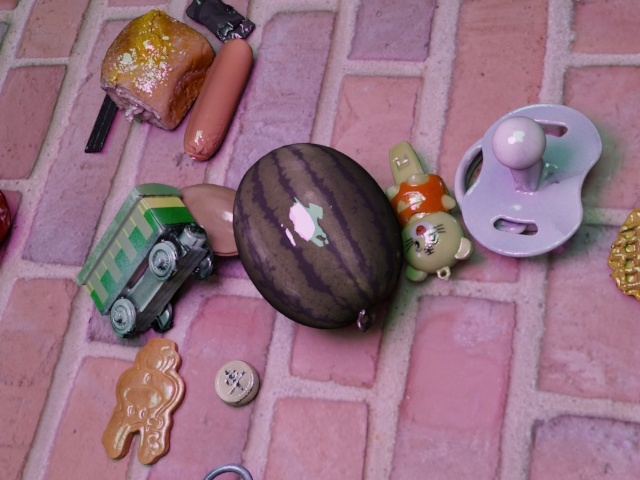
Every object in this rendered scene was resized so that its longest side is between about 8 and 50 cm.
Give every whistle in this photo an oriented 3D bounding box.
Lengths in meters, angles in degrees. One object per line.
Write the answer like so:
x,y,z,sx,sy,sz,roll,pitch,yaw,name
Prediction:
0.182,-0.056,1.382,0.131,0.106,0.289,-29,64,25,whistle

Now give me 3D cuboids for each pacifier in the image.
0.336,-0.131,1.296,0.244,0.233,0.300,13,72,25,pacifier

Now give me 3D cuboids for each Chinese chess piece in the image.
-0.154,0.262,1.404,0.084,0.034,0.084,-7,65,16,Chinese chess piece

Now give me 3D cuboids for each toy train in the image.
-0.333,0.048,1.458,0.202,0.120,0.301,52,120,23,toy train

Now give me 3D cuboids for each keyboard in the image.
-0.489,-0.290,1.746,0.063,0.010,0.198,1,68,39,keyboard

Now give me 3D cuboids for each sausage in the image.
-0.217,-0.304,1.630,0.086,0.086,0.289,13,72,22,sausage

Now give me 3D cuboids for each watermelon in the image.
0.000,0.000,1.326,0.278,0.279,0.359,-35,75,2,watermelon

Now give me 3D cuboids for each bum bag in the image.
-0.236,-0.515,1.744,0.087,0.049,0.197,-44,62,-8,bum bag

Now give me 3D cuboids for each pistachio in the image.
-0.201,-0.041,1.494,0.225,0.136,0.136,21,76,31,pistachio

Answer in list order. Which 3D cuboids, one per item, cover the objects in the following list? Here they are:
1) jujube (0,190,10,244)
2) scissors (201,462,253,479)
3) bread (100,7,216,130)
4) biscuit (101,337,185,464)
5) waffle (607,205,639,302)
-0.791,-0.063,1.652,0.232,0.213,0.213,21,76,26,jujube
-0.271,0.542,1.272,0.383,0.029,0.256,-17,82,2,scissors
-0.363,-0.369,1.653,0.195,0.176,0.246,26,80,29,bread
-0.328,0.301,1.448,0.143,0.040,0.237,7,73,15,biscuit
0.564,0.020,1.262,0.149,0.051,0.194,28,74,25,waffle
